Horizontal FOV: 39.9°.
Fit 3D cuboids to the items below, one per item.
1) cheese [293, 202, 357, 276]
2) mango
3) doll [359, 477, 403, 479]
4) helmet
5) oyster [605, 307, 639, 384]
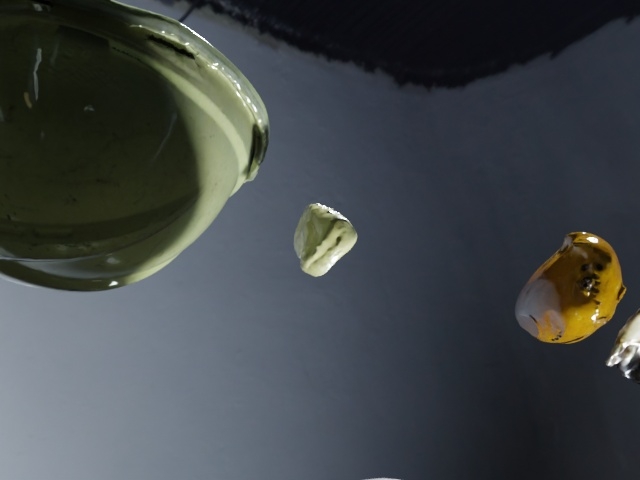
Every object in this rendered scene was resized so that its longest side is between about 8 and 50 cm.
[{"bbox_3d":[0.000,0.000,0.581,0.030,0.083,0.044,38,89,-14],"label":"cheese"},{"bbox_3d":[0.191,0.043,0.681,0.063,0.127,0.077,29,66,2],"label":"mango"},{"bbox_3d":[0.005,0.256,0.491,0.151,0.287,0.151,16,35,-12],"label":"doll"},{"bbox_3d":[-0.170,-0.044,0.528,0.258,0.204,0.137,15,59,-3],"label":"helmet"},{"bbox_3d":[0.370,0.029,0.668,0.201,0.354,0.107,31,22,2],"label":"oyster"}]
